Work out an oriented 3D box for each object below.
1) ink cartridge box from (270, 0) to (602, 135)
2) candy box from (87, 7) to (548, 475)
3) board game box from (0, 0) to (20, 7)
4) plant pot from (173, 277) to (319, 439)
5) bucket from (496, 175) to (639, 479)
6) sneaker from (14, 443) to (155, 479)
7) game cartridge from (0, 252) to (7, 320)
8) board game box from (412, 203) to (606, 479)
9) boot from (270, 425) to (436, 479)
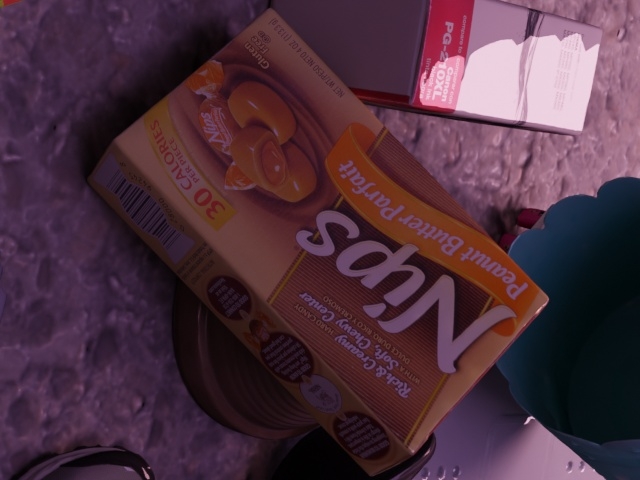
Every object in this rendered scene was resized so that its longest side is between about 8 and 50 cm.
[{"bbox_3d":[0.095,-0.154,1.344,0.237,0.172,0.100,4,97,-47],"label":"ink cartridge box"},{"bbox_3d":[0.000,0.000,1.225,0.316,0.087,0.183,47,61,-2],"label":"candy box"},{"bbox_3d":[-0.283,-0.177,1.036,0.181,0.043,0.092,-27,119,-39],"label":"board game box"},{"bbox_3d":[0.000,0.059,1.345,0.237,0.110,0.237,-15,111,-45],"label":"plant pot"},{"bbox_3d":[0.312,0.097,1.500,0.183,0.281,0.281,46,67,-48],"label":"bucket"},{"bbox_3d":[-0.216,0.248,1.166,0.271,0.108,0.100,-36,122,-37],"label":"sneaker"},{"bbox_3d":[-0.299,0.020,0.981,0.294,0.060,0.196,57,30,-49],"label":"game cartridge"},{"bbox_3d":[0.178,0.224,1.615,0.390,0.050,0.390,-46,129,-28],"label":"board game box"},{"bbox_3d":[0.018,0.284,1.405,0.263,0.091,0.229,-35,132,-3],"label":"boot"}]
